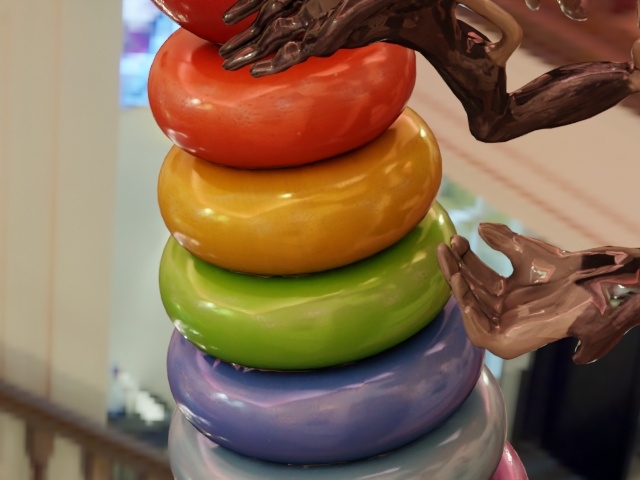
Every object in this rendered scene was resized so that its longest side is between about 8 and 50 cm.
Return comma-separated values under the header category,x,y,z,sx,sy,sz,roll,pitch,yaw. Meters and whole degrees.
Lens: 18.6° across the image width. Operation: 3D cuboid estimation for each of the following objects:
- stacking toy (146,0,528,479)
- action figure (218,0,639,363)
category,x,y,z,sx,sy,sz,roll,pitch,yaw
stacking toy,0.000,0.000,0.672,0.141,0.330,0.141,-5,28,3
action figure,0.096,-0.053,0.605,0.275,0.164,0.141,27,-30,-37
